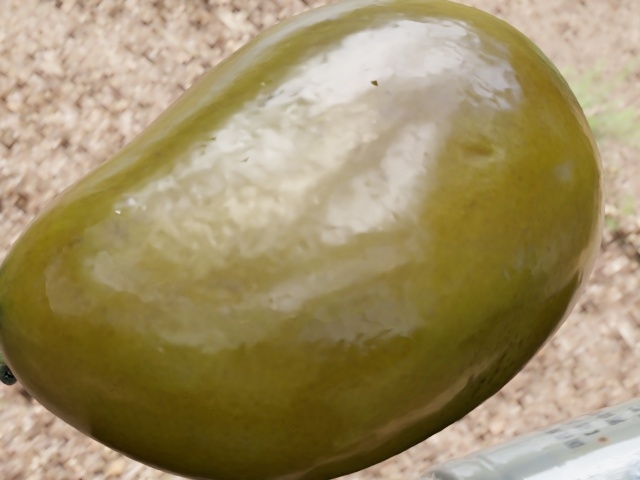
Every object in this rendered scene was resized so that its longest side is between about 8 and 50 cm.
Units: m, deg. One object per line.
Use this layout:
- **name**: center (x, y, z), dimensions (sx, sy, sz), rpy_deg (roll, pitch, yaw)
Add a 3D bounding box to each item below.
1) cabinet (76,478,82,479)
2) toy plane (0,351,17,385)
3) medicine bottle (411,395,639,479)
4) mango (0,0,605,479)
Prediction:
- **cabinet**: center (-0.029, 0.291, 0.607), dimensions (0.290, 0.318, 0.227), rpy_deg (-51, 127, -30)
- **toy plane**: center (-0.214, 0.081, 1.184), dimensions (0.111, 0.102, 0.040), rpy_deg (13, 47, -55)
- **medicine bottle**: center (0.164, 0.190, 0.896), dimensions (0.332, 0.190, 0.190), rpy_deg (-16, 70, -15)
- **mango**: center (0.000, 0.000, 0.751), dimensions (0.317, 0.173, 0.211), rpy_deg (-31, 66, -34)
